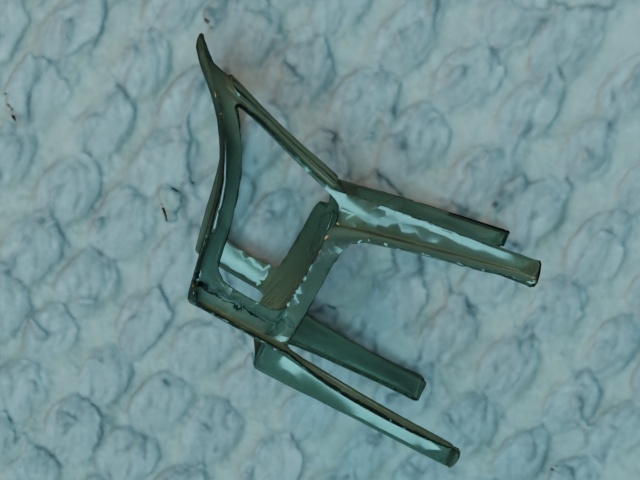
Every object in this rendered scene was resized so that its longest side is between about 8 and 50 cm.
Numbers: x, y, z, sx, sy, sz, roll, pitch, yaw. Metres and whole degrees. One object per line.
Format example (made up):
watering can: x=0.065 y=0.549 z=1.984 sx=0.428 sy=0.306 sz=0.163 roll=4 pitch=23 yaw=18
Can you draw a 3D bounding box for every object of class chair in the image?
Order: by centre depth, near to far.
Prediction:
chair: x=0.000 y=0.000 z=0.986 sx=0.275 sy=0.203 sz=0.190 roll=25 pitch=97 yaw=-9
